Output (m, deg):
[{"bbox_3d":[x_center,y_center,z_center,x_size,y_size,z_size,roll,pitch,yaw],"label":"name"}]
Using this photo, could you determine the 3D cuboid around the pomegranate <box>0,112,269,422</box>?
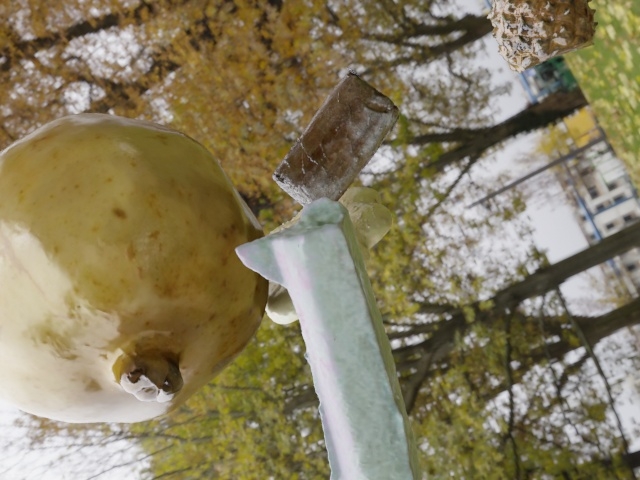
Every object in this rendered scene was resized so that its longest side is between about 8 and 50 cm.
[{"bbox_3d":[-0.210,0.047,0.805,0.342,0.342,0.342,44,-151,-33],"label":"pomegranate"}]

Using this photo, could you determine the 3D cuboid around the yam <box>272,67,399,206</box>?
[{"bbox_3d":[0.016,-0.099,0.800,0.079,0.141,0.079,38,178,1],"label":"yam"}]

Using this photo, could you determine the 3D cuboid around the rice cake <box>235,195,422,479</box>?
[{"bbox_3d":[0.019,0.115,0.546,0.051,0.081,0.290,-109,2,-76],"label":"rice cake"}]

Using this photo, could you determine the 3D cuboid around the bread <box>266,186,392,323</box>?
[{"bbox_3d":[0.000,0.000,0.950,0.039,0.182,0.251,49,-170,-20],"label":"bread"}]

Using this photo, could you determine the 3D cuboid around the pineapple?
[{"bbox_3d":[0.223,-0.312,0.866,0.119,0.111,0.237,-22,-87,-29],"label":"pineapple"}]
